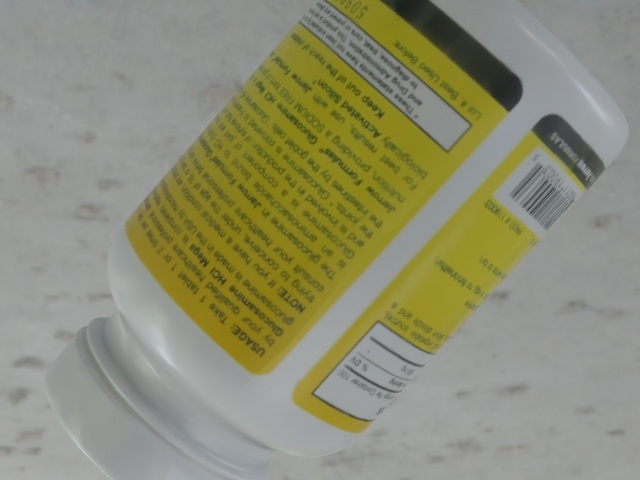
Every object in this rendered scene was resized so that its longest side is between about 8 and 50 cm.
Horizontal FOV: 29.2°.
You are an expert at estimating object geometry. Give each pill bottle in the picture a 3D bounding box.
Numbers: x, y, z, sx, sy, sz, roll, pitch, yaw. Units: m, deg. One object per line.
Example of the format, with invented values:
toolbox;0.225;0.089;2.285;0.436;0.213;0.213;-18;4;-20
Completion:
pill bottle;0.000;0.000;0.715;0.334;0.188;0.188;-48;138;6
